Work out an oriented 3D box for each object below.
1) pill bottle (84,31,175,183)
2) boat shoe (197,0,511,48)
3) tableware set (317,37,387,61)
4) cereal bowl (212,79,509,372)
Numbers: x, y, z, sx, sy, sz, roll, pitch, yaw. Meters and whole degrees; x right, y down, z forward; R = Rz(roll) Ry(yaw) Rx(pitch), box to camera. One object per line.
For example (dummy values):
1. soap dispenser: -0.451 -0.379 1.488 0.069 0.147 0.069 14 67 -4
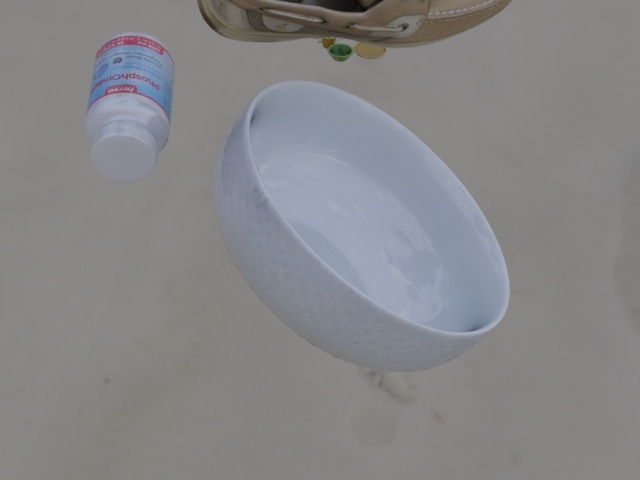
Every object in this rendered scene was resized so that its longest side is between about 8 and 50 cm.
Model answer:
1. pill bottle: -0.196 -0.135 1.436 0.087 0.087 0.160 4 44 -6
2. boat shoe: 0.056 -0.251 1.359 0.341 0.121 0.110 -11 0 -21
3. tableware set: 0.070 -0.293 1.981 0.154 0.024 0.104 -13 41 -20
4. cereal bowl: 0.024 0.002 1.439 0.339 0.141 0.339 30 34 -23
